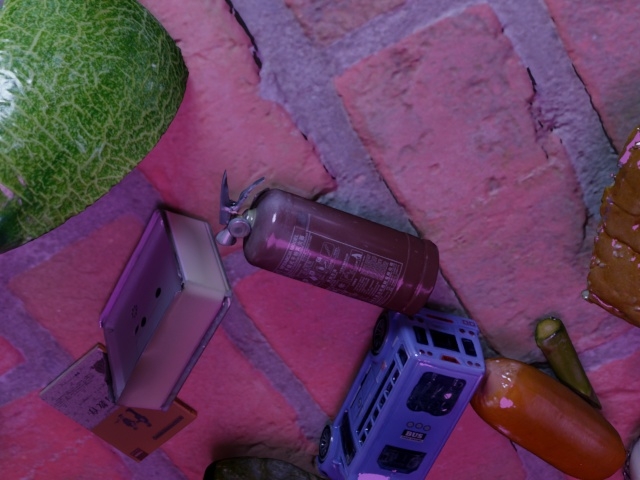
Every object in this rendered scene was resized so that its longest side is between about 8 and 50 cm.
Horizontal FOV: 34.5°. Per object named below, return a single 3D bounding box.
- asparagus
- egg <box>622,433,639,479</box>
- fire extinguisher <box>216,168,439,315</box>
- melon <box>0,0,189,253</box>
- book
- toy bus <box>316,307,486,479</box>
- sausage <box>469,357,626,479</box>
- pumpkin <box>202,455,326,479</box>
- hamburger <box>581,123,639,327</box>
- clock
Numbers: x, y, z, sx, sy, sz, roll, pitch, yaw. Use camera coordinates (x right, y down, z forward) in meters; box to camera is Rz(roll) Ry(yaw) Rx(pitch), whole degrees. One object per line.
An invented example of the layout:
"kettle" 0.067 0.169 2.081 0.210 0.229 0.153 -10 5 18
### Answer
"asparagus" 0.324 0.171 1.345 0.041 0.045 0.178 -25 124 12
"egg" 0.575 0.329 1.395 0.286 0.174 0.264 -21 126 5
"fire extinguisher" 0.000 0.000 1.175 0.269 0.105 0.105 19 120 -16
"melon" -0.249 -0.115 0.962 0.196 0.323 0.124 37 134 -22
"book" -0.262 0.215 1.344 0.118 0.012 0.172 -39 118 20
"toy bus" 0.098 0.227 1.310 0.125 0.133 0.292 15 120 -15
"sausage" 0.292 0.231 1.333 0.274 0.105 0.105 34 115 -33
"pumpkin" -0.037 0.443 1.377 0.232 0.242 0.325 -5 125 5
"hamburger" 0.420 -0.013 1.140 0.211 0.132 0.309 24 121 19
"clock" -0.183 0.080 1.182 0.071 0.147 0.192 15 121 -30
